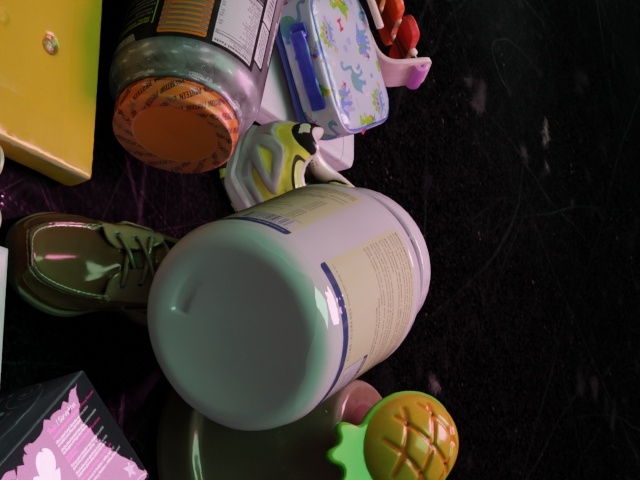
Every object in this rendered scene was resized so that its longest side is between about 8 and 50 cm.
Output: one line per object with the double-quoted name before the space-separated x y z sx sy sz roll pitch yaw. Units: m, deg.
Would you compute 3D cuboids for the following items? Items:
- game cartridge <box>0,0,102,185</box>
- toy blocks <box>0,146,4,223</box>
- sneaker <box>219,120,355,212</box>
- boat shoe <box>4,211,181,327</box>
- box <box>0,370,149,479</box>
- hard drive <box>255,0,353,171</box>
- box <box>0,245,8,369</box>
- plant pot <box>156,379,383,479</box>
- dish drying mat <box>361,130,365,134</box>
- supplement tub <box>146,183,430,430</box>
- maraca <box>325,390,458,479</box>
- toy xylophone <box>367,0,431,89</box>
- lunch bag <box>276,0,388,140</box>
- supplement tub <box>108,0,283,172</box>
"game cartridge" -0.372 -0.242 1.607 0.324 0.053 0.285 27 56 -50
"toy blocks" -0.398 -0.068 1.484 0.148 0.054 0.123 26 57 -53
"sneaker" 0.000 0.000 2.034 0.384 0.147 0.145 59 33 -31
"boat shoe" -0.224 0.027 1.673 0.324 0.120 0.122 13 68 -57
"box" -0.312 0.259 1.395 0.142 0.163 0.247 63 33 -17
"hard drive" -0.059 -0.271 2.137 0.353 0.047 0.233 30 55 -52
"box" -0.387 0.078 1.409 0.130 0.091 0.170 27 57 -53
"plant pot" -0.035 0.263 1.795 0.263 0.229 0.263 31 53 -53
"dish drying mat" 0.054 -0.208 2.252 0.083 0.008 0.032 65 32 -23
"supplement tub" -0.024 0.064 1.671 0.325 0.235 0.235 -25 101 -60
"maraca" 0.086 0.246 1.686 0.186 0.099 0.127 -15 87 -34
"toy xylophone" 0.080 -0.389 2.253 0.236 0.081 0.322 147 -78 -82
"lunch bag" 0.013 -0.260 2.117 0.176 0.090 0.219 -28 103 -60
"supplement tub" -0.155 -0.253 1.824 0.193 0.194 0.316 47 42 -41
